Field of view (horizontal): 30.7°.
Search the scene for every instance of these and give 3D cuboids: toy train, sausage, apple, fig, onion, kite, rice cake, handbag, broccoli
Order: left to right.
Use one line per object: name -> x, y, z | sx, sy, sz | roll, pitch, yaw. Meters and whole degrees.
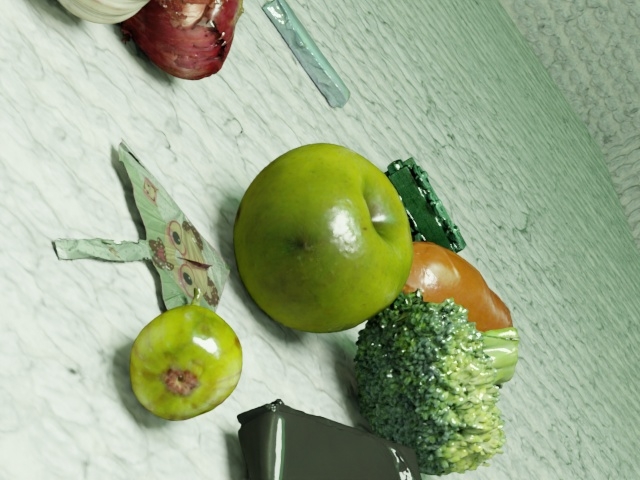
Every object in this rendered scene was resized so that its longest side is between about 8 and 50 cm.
kite -> -0.150, 0.010, 1.020 | 0.250, 0.012, 0.229 | 13, 53, -62
onion -> -0.149, -0.251, 1.180 | 0.147, 0.184, 0.184 | -5, 59, -19
fig -> -0.092, 0.084, 0.946 | 0.093, 0.093, 0.166 | 59, 24, -5
rice cake -> -0.018, -0.262, 1.633 | 0.180, 0.030, 0.042 | 53, 26, -18
apple -> 0.000, 0.000, 1.172 | 0.196, 0.157, 0.196 | 43, 29, -31
handbag -> 0.017, 0.272, 0.998 | 0.223, 0.080, 0.247 | 26, 42, -45
toy train -> 0.151, -0.042, 1.700 | 0.170, 0.071, 0.111 | 60, 12, 0
broccoli -> 0.122, 0.142, 1.230 | 0.176, 0.226, 0.198 | 2, 35, -37
sausage -> 0.163, 0.094, 1.473 | 0.258, 0.133, 0.133 | 43, 28, -40

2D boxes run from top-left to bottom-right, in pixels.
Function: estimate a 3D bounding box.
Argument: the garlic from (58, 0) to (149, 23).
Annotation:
garlic -> -0.241, -0.290, 1.034 | 0.226, 0.199, 0.199 | -9, 68, -34
